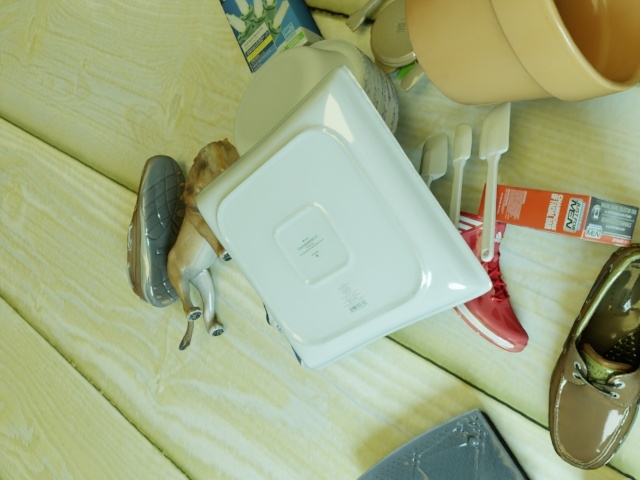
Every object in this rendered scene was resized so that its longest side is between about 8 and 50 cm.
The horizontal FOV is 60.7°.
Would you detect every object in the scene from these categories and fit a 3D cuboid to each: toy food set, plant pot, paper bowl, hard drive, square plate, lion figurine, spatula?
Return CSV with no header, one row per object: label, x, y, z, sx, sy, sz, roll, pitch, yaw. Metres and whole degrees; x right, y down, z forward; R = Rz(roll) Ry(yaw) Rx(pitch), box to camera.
toy food set,0.136,-0.336,0.894,0.132,0.038,0.192,-42,61,18
plant pot,0.248,-0.297,0.687,0.203,0.291,0.290,-12,82,51
paper bowl,-0.029,-0.190,0.879,0.284,0.148,0.284,-23,56,38
hard drive,0.188,0.376,0.825,0.255,0.054,0.172,-43,67,26
square plate,0.000,0.000,0.771,0.347,0.049,0.344,-34,90,36
lion figurine,-0.232,0.010,1.072,0.392,0.142,0.240,-53,55,26
spatula,0.193,-0.070,0.778,0.168,0.019,0.242,-16,56,48

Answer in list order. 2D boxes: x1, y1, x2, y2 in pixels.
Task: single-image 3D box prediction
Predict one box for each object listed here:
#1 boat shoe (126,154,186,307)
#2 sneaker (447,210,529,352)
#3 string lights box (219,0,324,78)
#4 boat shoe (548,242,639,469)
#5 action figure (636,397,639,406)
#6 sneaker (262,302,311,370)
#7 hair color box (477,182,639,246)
boat shoe,-0.365,-0.022,1.174,0.116,0.123,0.324,4,89,36
sneaker,0.239,0.043,0.781,0.221,0.087,0.128,49,116,23
string lights box,-0.096,-0.418,1.023,0.133,0.077,0.259,-34,70,30
boat shoe,0.352,0.151,0.689,0.111,0.104,0.307,16,98,33
action figure,0.562,0.153,0.552,0.330,0.178,0.341,36,81,23
sneaker,-0.021,0.045,0.932,0.182,0.127,0.315,32,108,28
hair color box,0.296,-0.036,0.700,0.167,0.093,0.053,20,101,62
